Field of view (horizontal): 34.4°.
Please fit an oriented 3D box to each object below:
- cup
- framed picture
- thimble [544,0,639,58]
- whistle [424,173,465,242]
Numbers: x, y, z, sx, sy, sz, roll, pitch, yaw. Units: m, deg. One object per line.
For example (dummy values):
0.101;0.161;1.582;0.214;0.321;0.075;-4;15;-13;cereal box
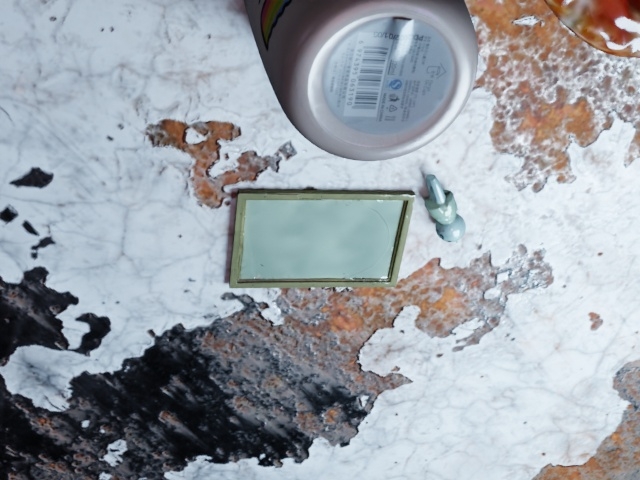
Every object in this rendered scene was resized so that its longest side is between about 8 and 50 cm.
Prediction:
0.055;-0.209;0.906;0.191;0.200;0.253;27;117;-28;cup
0.000;0.000;1.180;0.200;0.010;0.136;0;128;-11;framed picture
0.293;-0.333;0.841;0.350;0.231;0.350;-5;128;-6;thimble
0.139;-0.034;1.165;0.035;0.035;0.100;-22;127;6;whistle
